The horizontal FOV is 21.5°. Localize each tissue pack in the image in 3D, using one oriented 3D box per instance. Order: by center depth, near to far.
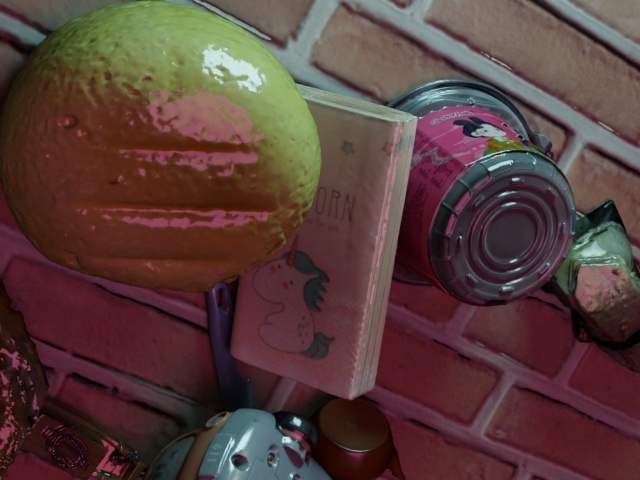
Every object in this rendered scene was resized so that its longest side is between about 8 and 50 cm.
[{"bbox_3d":[0.000,0.000,1.859,0.071,0.170,0.325,-24,127,-59],"label":"tissue pack"}]

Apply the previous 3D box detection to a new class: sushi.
[{"bbox_3d":[0.378,0.096,2.106,0.134,0.109,0.273,-34,122,-8],"label":"sushi"}]

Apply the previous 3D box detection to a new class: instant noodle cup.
[{"bbox_3d":[0.173,-0.035,1.912,0.302,0.181,0.258,-21,119,-16],"label":"instant noodle cup"}]

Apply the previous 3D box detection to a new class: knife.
[{"bbox_3d":[-0.099,0.177,1.973,0.044,0.019,0.313,-22,120,-29],"label":"knife"}]

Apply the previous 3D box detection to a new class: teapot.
[{"bbox_3d":[0.024,0.252,2.015,0.173,0.116,0.116,12,106,-5],"label":"teapot"}]

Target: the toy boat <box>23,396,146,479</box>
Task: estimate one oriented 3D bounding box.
[{"bbox_3d":[-0.279,0.222,1.867,0.200,0.077,0.057,34,93,-32],"label":"toy boat"}]

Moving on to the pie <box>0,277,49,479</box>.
[{"bbox_3d":[-0.452,0.168,1.734,0.288,0.103,0.354,38,89,-19],"label":"pie"}]

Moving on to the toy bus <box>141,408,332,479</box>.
[{"bbox_3d":[-0.093,0.327,1.925,0.287,0.232,0.194,53,46,-35],"label":"toy bus"}]

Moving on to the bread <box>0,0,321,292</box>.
[{"bbox_3d":[-0.161,-0.090,1.696,0.321,0.237,0.320,-3,111,-8],"label":"bread"}]
